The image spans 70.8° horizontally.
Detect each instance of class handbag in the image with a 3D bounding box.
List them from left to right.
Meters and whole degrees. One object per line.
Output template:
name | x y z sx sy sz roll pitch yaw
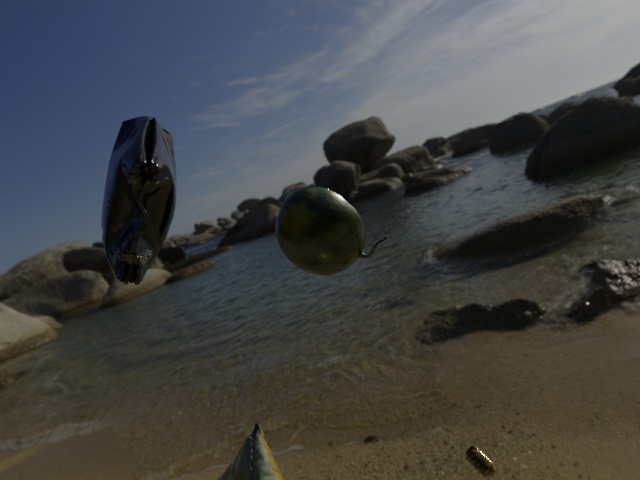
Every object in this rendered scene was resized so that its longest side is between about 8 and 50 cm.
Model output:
handbag | -0.378 -0.079 0.946 0.152 0.342 0.288 8 20 -23

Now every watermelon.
watermelon | -0.007 -0.004 1.008 0.204 0.232 0.127 -48 0 38

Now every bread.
bread | 0.427 0.593 1.208 0.049 0.034 0.088 -53 37 4

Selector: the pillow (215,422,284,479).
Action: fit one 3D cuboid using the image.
pillow | -0.157 0.648 1.045 0.119 0.312 0.310 3 -49 -40
